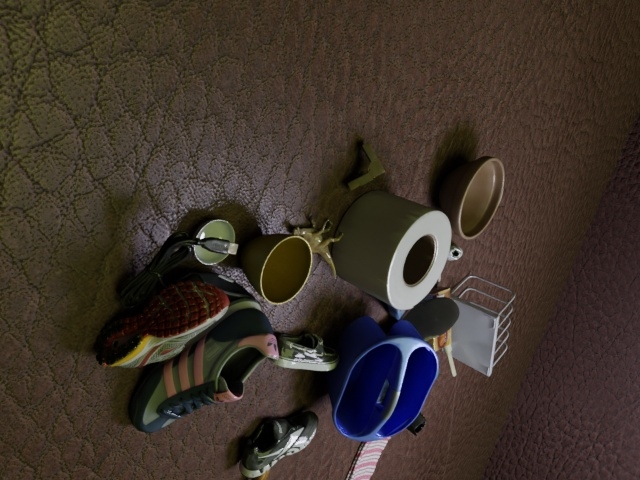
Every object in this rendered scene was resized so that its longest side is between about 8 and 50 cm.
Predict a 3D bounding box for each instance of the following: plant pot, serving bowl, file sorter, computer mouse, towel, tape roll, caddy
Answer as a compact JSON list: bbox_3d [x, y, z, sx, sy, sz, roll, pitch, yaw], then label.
[{"bbox_3d":[0.417,-0.132,1.376,0.237,0.110,0.237,-24,127,-37],"label":"plant pot"},{"bbox_3d":[-0.191,-0.001,0.843,0.083,0.027,0.083,-24,126,-38],"label":"serving bowl"},{"bbox_3d":[0.557,0.288,1.698,0.173,0.193,0.277,-35,133,-34],"label":"file sorter"},{"bbox_3d":[-0.189,0.063,0.829,0.184,0.060,0.262,-45,137,20],"label":"computer mouse"},{"bbox_3d":[0.158,0.748,1.635,0.144,0.029,0.197,17,98,-50],"label":"towel"},{"bbox_3d":[-0.095,0.041,0.915,0.134,0.095,0.134,-27,128,-41],"label":"plant pot"},{"bbox_3d":[0.170,0.019,1.140,0.246,0.169,0.246,-26,128,-37],"label":"tape roll"},{"bbox_3d":[0.153,0.358,1.222,0.241,0.179,0.341,9,115,-17],"label":"caddy"}]

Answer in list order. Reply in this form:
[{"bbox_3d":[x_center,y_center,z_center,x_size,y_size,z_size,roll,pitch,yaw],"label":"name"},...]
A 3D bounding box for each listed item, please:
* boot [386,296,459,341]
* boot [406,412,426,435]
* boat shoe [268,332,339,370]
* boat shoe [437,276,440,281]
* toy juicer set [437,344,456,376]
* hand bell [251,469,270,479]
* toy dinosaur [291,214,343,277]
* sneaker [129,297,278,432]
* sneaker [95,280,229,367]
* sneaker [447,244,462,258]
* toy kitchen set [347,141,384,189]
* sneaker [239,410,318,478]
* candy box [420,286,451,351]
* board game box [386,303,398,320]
[{"bbox_3d":[0.278,0.270,1.433,0.305,0.112,0.115,-30,162,-19],"label":"boot"},{"bbox_3d":[0.322,0.566,1.631,0.198,0.137,0.077,-33,132,-33],"label":"boot"},{"bbox_3d":[-0.023,0.257,1.130,0.219,0.078,0.070,16,99,-49],"label":"boat shoe"},{"bbox_3d":[0.320,0.052,1.424,0.206,0.065,0.075,68,22,-48],"label":"boat shoe"},{"bbox_3d":[0.341,0.393,1.615,0.329,0.089,0.209,-8,97,-44],"label":"toy juicer set"},{"bbox_3d":[-0.171,0.635,1.176,0.126,0.126,0.242,43,65,-50],"label":"hand bell"},{"bbox_3d":[0.000,0.000,1.050,0.092,0.053,0.183,-44,132,1],"label":"toy dinosaur"},{"bbox_3d":[-0.205,0.248,0.838,0.319,0.131,0.112,-46,140,7],"label":"sneaker"},{"bbox_3d":[-0.244,0.137,0.777,0.225,0.088,0.093,-26,149,11],"label":"sneaker"},{"bbox_3d":[0.414,0.041,1.507,0.152,0.061,0.053,10,101,-51],"label":"sneaker"},{"bbox_3d":[0.089,-0.162,1.069,0.083,0.075,0.068,-29,-179,8],"label":"toy kitchen set"},{"bbox_3d":[-0.093,0.471,1.169,0.234,0.078,0.106,-22,128,-37],"label":"sneaker"},{"bbox_3d":[0.366,0.247,1.533,0.109,0.053,0.186,-7,99,-45],"label":"candy box"},{"bbox_3d":[0.241,0.132,1.327,0.160,0.039,0.211,-56,161,-9],"label":"board game box"}]
